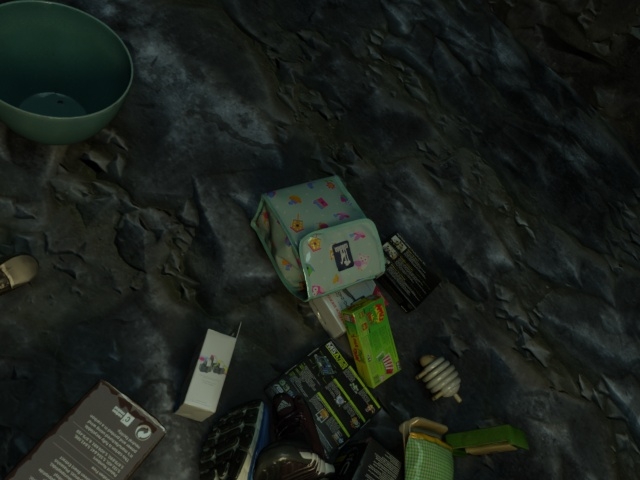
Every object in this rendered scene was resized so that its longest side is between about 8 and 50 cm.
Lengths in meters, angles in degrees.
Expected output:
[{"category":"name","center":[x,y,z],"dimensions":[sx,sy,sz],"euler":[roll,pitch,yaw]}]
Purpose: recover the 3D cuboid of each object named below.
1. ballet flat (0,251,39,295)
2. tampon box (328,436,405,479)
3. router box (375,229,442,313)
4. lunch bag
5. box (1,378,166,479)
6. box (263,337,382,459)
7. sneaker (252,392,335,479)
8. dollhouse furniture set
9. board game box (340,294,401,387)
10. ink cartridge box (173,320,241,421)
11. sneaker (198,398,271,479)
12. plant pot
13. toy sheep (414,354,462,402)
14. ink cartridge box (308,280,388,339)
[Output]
[{"category":"ballet flat","center":[-0.625,0.085,0.916],"dimensions":[0.250,0.058,0.084],"euler":[-28,114,-30]},{"category":"tampon box","center":[0.072,0.480,1.002],"dimensions":[0.101,0.120,0.161],"euler":[40,53,-4]},{"category":"router box","center":[0.208,0.078,1.336],"dimensions":[0.133,0.046,0.179],"euler":[-37,84,-36]},{"category":"lunch bag","center":[0.000,0.000,1.190],"dimensions":[0.224,0.160,0.262],"euler":[-17,62,-31]},{"category":"box","center":[-0.414,0.406,0.760],"dimensions":[0.143,0.191,0.381],"euler":[39,53,-1]},{"category":"box","center":[0.008,0.332,1.100],"dimensions":[0.184,0.045,0.190],"euler":[-31,80,-38]},{"category":"sneaker","center":[-0.064,0.335,0.906],"dimensions":[0.107,0.281,0.162],"euler":[-22,59,0]},{"category":"dollhouse furniture set","center":[0.296,0.463,1.031],"dimensions":[0.302,0.151,0.197],"euler":[32,47,-43]},{"category":"board game box","center":[0.114,0.223,1.163],"dimensions":[0.092,0.043,0.181],"euler":[-24,105,-35]},{"category":"ink cartridge box","center":[-0.214,0.240,1.000],"dimensions":[0.062,0.104,0.181],"euler":[23,55,-15]},{"category":"sneaker","center":[-0.131,0.447,0.934],"dimensions":[0.147,0.130,0.329],"euler":[44,35,-37]},{"category":"plant pot","center":[-0.548,-0.309,1.076],"dimensions":[0.291,0.195,0.290],"euler":[12,60,-20]},{"category":"toy sheep","center":[0.279,0.321,1.217],"dimensions":[0.091,0.091,0.132],"euler":[-27,73,-35]},{"category":"ink cartridge box","center":[0.065,0.145,1.217],"dimensions":[0.151,0.063,0.109],"euler":[-25,77,-35]}]
